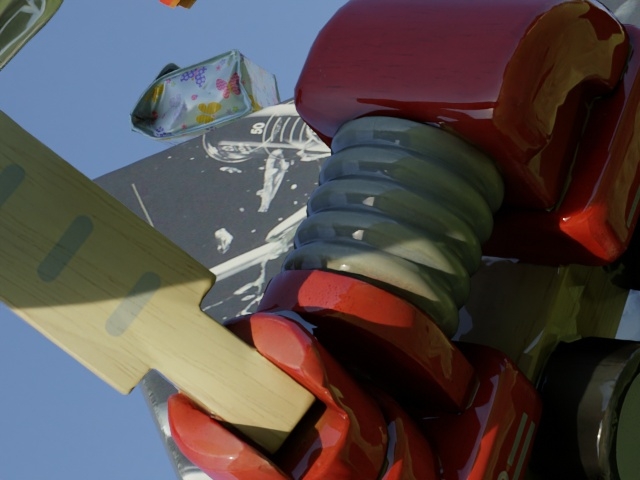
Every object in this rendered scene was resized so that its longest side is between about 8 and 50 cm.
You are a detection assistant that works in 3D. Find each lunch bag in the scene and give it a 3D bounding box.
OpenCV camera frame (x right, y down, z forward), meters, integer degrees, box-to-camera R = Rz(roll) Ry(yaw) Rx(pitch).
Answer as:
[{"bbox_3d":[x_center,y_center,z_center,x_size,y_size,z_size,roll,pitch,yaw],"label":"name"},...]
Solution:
[{"bbox_3d":[-0.073,-0.084,1.204,0.071,0.083,0.053,23,-130,-69],"label":"lunch bag"}]

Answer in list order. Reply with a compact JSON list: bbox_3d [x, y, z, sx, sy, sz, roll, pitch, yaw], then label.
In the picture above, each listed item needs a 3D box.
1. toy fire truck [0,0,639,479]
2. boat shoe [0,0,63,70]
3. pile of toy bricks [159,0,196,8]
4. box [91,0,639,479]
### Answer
[{"bbox_3d":[0.000,0.000,0.585,0.246,0.158,0.217,47,-123,-49],"label":"toy fire truck"},{"bbox_3d":[-0.127,-0.040,0.393,0.088,0.267,0.096,-22,-93,-36],"label":"boat shoe"},{"bbox_3d":[-0.083,-0.270,1.617,0.105,0.212,0.118,24,-52,-23],"label":"pile of toy bricks"},{"bbox_3d":[0.097,0.083,0.838,0.313,0.343,0.179,-24,-42,-6],"label":"box"}]
